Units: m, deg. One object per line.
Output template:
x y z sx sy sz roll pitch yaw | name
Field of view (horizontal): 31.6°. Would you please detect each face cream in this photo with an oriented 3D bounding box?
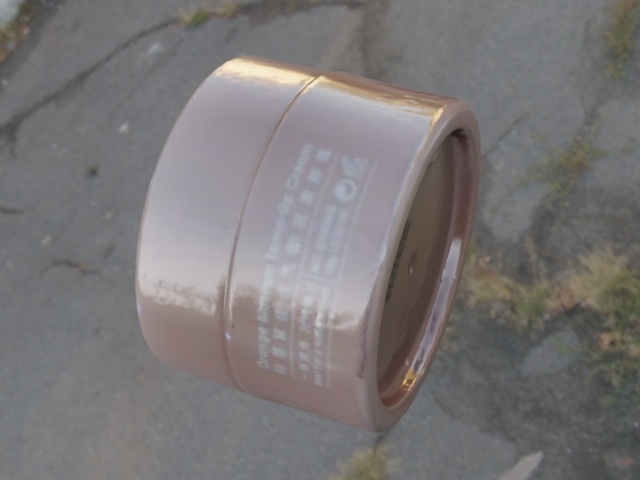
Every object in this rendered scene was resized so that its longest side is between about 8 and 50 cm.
0.000 0.000 0.501 0.104 0.149 0.149 15 64 18 | face cream
